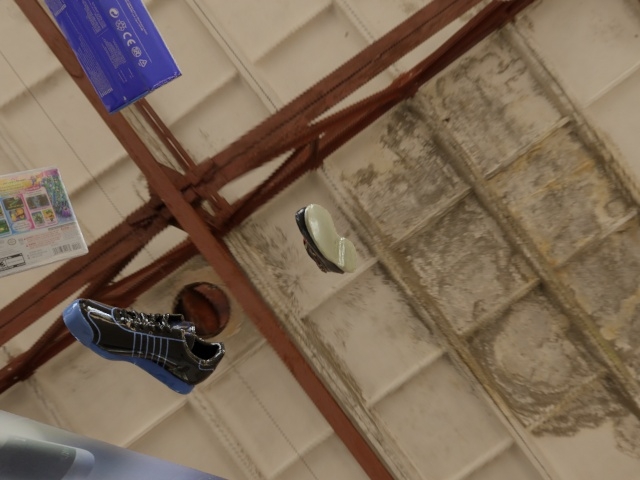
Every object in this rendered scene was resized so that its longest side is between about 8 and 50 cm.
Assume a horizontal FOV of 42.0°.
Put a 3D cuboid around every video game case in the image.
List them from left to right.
[{"bbox_3d":[-0.431,-0.029,1.215,0.157,0.019,0.143,-19,-92,-46],"label":"video game case"}]

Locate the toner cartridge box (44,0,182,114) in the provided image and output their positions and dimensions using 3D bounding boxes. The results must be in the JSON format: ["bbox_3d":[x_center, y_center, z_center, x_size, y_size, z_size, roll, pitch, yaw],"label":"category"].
[{"bbox_3d":[-0.371,-0.390,1.350,0.075,0.165,0.348,-37,-74,-33],"label":"toner cartridge box"}]

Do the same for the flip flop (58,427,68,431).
[{"bbox_3d":[-0.341,0.302,0.845,0.080,0.112,0.277,41,-129,-15],"label":"flip flop"}]

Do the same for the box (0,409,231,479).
[{"bbox_3d":[-0.251,0.257,0.555,0.293,0.296,0.183,11,-78,17],"label":"box"}]

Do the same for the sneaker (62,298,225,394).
[{"bbox_3d":[-0.237,0.128,1.149,0.090,0.081,0.232,-44,-54,15],"label":"sneaker"}]

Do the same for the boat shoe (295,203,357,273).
[{"bbox_3d":[0.000,0.002,0.911,0.042,0.133,0.049,-1,-114,22],"label":"boat shoe"}]
